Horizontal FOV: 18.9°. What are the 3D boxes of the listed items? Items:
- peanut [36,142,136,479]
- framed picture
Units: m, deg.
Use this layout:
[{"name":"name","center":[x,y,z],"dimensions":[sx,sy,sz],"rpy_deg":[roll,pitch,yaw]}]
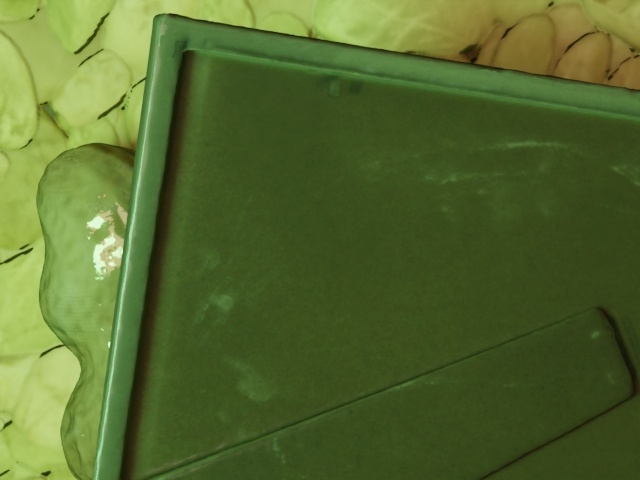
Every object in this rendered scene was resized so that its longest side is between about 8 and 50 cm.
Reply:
[{"name":"peanut","center":[-0.120,0.053,1.170],"dimensions":[0.104,0.086,0.227],"rpy_deg":[-6,93,28]},{"name":"framed picture","center":[0.108,0.073,1.026],"dimensions":[0.446,0.028,0.326],"rpy_deg":[9,97,-10]}]
